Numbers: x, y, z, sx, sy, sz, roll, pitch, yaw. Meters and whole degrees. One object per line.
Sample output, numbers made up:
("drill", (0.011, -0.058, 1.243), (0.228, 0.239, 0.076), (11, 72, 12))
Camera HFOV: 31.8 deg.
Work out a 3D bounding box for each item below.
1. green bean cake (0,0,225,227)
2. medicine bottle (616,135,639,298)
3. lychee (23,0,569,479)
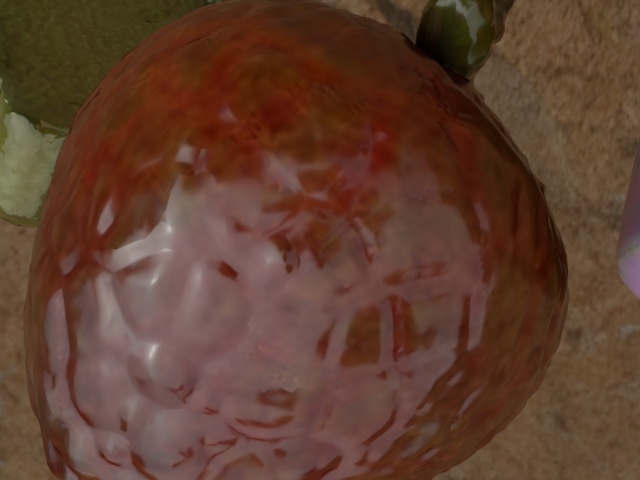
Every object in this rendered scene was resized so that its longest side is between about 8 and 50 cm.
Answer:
("green bean cake", (-0.162, -0.110, 0.892), (0.233, 0.236, 0.124), (6, 134, -31))
("medicine bottle", (0.262, -0.099, 0.557), (0.178, 0.290, 0.178), (16, 165, 5))
("lychee", (0.000, 0.000, 0.501), (0.300, 0.255, 0.255), (-40, 105, 2))
